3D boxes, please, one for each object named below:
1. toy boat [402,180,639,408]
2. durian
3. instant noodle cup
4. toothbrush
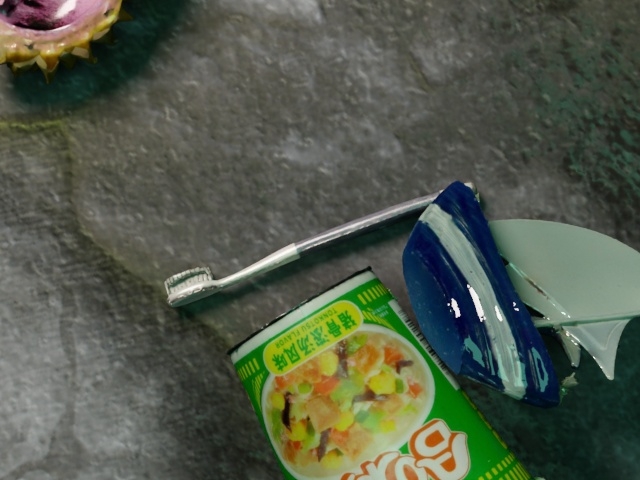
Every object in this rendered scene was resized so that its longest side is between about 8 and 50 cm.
[{"bbox_3d":[0.207,0.055,1.355,0.291,0.070,0.210,14,51,-11],"label":"toy boat"},{"bbox_3d":[-0.210,-0.305,1.371,0.191,0.112,0.341,-2,100,-9],"label":"durian"},{"bbox_3d":[0.043,0.154,1.350,0.207,0.207,0.233,-30,85,1],"label":"instant noodle cup"},{"bbox_3d":[0.000,0.000,1.422,0.288,0.024,0.026,-19,78,1],"label":"toothbrush"}]
